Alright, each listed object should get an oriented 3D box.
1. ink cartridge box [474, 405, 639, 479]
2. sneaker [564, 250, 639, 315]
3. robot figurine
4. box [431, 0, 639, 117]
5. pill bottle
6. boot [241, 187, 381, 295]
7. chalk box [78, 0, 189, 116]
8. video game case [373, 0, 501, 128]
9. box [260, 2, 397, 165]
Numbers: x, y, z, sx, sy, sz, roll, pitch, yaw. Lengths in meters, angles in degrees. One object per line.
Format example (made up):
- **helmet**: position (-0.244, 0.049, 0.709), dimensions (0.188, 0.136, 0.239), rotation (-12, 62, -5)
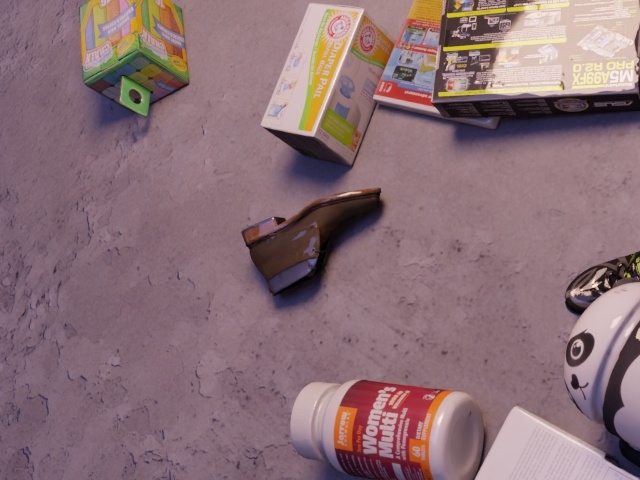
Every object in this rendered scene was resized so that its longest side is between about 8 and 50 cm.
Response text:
- **ink cartridge box**: position (0.258, 0.359, 1.127), dimensions (0.239, 0.060, 0.275), rotation (27, 88, 37)
- **sneaker**: position (0.366, 0.035, 1.165), dimensions (0.188, 0.078, 0.067), rotation (-21, 62, 27)
- **robot figurine**: position (0.386, 0.153, 1.045), dimensions (0.278, 0.173, 0.209), rotation (28, 89, 37)
- **box**: position (0.289, -0.274, 1.323), dimensions (0.270, 0.060, 0.216), rotation (0, 75, 27)
- **pill bottle**: position (0.079, 0.236, 1.256), dimensions (0.221, 0.121, 0.121), rotation (2, 73, 34)
- **boot**: position (0.000, 0.000, 1.447), dimensions (0.219, 0.082, 0.106), rotation (-21, 84, 22)
- **chalk box**: position (-0.317, -0.315, 1.731), dimensions (0.132, 0.132, 0.213), rotation (-24, 62, 25)
- **video game case**: position (0.210, -0.308, 1.437), dimensions (0.204, 0.025, 0.285), rotation (19, 83, 37)
- **box**: position (0.016, -0.230, 1.483), dimensions (0.103, 0.114, 0.203), rotation (16, 81, 37)
